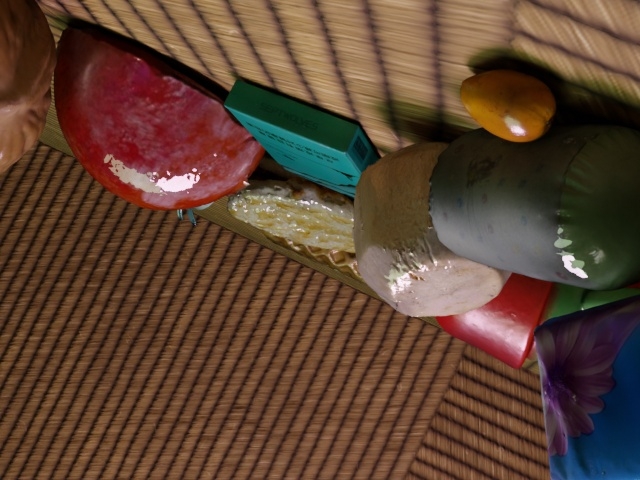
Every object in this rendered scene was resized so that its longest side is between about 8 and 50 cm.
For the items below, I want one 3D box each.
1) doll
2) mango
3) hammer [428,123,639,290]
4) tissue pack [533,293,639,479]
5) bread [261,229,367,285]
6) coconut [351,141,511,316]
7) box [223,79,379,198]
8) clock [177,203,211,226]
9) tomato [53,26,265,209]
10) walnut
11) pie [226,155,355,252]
[{"bbox_3d":[0.207,0.050,1.027,0.363,0.160,0.182,25,175,9],"label":"doll"},{"bbox_3d":[0.130,-0.098,0.663,0.060,0.046,0.089,33,-176,-35],"label":"mango"},{"bbox_3d":[0.261,0.006,0.758,0.335,0.119,0.206,22,178,-26],"label":"hammer"},{"bbox_3d":[0.305,0.102,0.617,0.198,0.146,0.263,9,160,-31],"label":"tissue pack"},{"bbox_3d":[0.001,0.000,1.804,0.269,0.098,0.087,25,132,17],"label":"bread"},{"bbox_3d":[0.106,-0.019,0.902,0.160,0.162,0.161,-4,144,-3],"label":"coconut"},{"bbox_3d":[-0.004,-0.108,1.119,0.160,0.042,0.226,25,174,21],"label":"box"},{"bbox_3d":[-0.215,-0.096,1.647,0.101,0.135,0.041,22,173,46],"label":"clock"},{"bbox_3d":[-0.234,-0.136,1.227,0.308,0.170,0.309,24,174,3],"label":"tomato"},{"bbox_3d":[-0.453,-0.206,1.052,0.332,0.333,0.333,26,174,3],"label":"walnut"},{"bbox_3d":[-0.021,-0.046,1.430,0.257,0.106,0.274,17,171,31],"label":"pie"}]
